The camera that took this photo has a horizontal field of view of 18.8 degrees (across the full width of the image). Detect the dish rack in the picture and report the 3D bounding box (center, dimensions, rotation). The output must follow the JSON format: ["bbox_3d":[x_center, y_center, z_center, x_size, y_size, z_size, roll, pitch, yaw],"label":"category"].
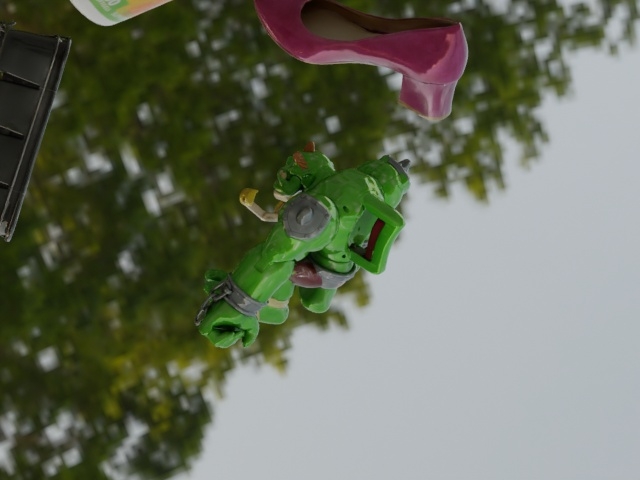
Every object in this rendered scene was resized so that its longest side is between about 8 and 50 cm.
[{"bbox_3d":[-0.324,-0.125,1.971,0.074,0.208,0.271,18,-174,-14],"label":"dish rack"}]

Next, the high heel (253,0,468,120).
[{"bbox_3d":[0.037,-0.215,1.884,0.244,0.117,0.082,36,-128,24],"label":"high heel"}]

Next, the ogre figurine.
[{"bbox_3d":[0.000,0.000,1.325,0.197,0.118,0.097,-3,-131,-44],"label":"ogre figurine"}]

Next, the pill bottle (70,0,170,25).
[{"bbox_3d":[-0.100,-0.283,1.603,0.245,0.136,0.136,-21,-145,17],"label":"pill bottle"}]

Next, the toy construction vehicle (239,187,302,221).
[{"bbox_3d":[-0.011,-0.023,1.692,0.086,0.098,0.035,19,-88,51],"label":"toy construction vehicle"}]
